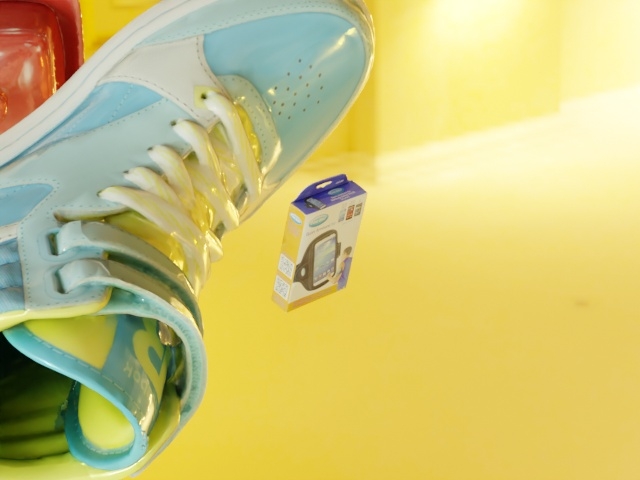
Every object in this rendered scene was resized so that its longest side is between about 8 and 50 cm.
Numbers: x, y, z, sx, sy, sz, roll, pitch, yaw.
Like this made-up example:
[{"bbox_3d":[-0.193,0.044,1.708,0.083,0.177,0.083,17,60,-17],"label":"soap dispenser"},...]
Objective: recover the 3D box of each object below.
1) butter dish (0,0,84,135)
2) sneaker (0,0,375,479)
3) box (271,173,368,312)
[{"bbox_3d":[-0.280,-0.129,1.345,0.160,0.160,0.118,-1,-156,-6],"label":"butter dish"},{"bbox_3d":[-0.069,0.000,0.720,0.319,0.127,0.208,-37,-146,-12],"label":"sneaker"},{"bbox_3d":[0.000,0.000,1.530,0.081,0.136,0.028,-22,-130,-37],"label":"box"}]
